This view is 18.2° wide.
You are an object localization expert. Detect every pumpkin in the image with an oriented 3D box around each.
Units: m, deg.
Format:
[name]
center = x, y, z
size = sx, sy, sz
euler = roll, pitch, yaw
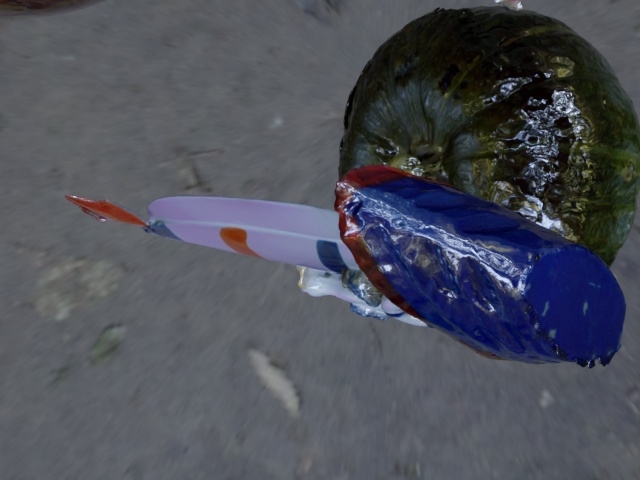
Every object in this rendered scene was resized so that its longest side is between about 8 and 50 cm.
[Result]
[pumpkin]
center = 0.116, -0.057, 1.434
size = 0.238, 0.159, 0.238
euler = 4, 96, 38

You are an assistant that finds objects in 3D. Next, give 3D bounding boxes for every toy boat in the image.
[toy boat]
center = 0.006, -0.004, 1.041
size = 0.318, 0.219, 0.072
euler = 18, 79, 11

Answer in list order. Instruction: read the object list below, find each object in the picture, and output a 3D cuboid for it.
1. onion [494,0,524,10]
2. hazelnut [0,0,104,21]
[onion]
center = 0.158, -0.291, 1.182
size = 0.267, 0.349, 0.159
euler = 23, 63, -7
[hazelnut]
center = -0.158, -0.324, 1.207
size = 0.402, 0.429, 0.402
euler = -6, 106, -24
